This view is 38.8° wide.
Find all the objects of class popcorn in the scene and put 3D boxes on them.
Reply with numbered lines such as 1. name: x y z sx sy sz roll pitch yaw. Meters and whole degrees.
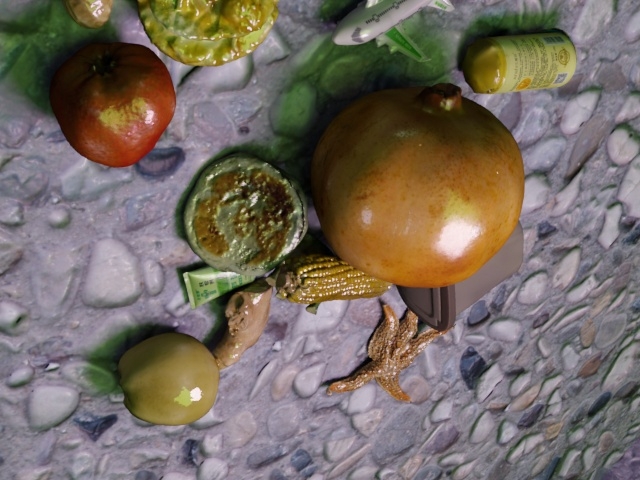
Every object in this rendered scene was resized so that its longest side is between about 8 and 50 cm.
1. popcorn: -0.175 -0.373 1.427 0.221 0.183 0.204 -20 117 -6

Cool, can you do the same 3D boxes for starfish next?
1. starfish: 0.192 0.269 2.173 0.301 0.084 0.293 18 109 -36

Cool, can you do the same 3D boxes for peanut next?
1. peanut: -0.358 -0.406 1.343 0.089 0.089 0.192 -30 132 -14

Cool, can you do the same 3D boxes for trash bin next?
1. trash bin: 0.301 0.034 2.004 0.250 0.219 0.219 -28 133 -25

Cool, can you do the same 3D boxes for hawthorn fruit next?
1. hawthorn fruit: -0.323 -0.200 1.443 0.197 0.196 0.225 -24 146 -19

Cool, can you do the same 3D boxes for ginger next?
1. ginger: -0.154 0.174 1.867 0.137 0.074 0.213 -15 131 -49

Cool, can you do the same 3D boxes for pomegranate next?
1. pomegranate: 0.181 -0.117 1.712 0.417 0.416 0.416 -18 128 -24

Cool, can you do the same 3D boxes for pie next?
1. pie: -0.141 -0.048 1.697 0.241 0.054 0.240 0 98 0

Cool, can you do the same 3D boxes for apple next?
1. apple: -0.295 0.273 1.776 0.200 0.200 0.200 -18 128 -24

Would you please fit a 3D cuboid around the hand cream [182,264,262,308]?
1. hand cream: -0.184 0.070 1.804 0.175 0.046 0.095 -24 133 -20

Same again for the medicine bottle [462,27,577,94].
1. medicine bottle: 0.403 -0.364 1.869 0.239 0.124 0.124 -11 125 -27

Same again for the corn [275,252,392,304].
1. corn: 0.034 0.075 1.777 0.320 0.097 0.097 3 118 -50

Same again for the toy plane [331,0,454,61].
1. toy plane: 0.126 -0.420 1.653 0.255 0.101 0.251 -28 132 -11

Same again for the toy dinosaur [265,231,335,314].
1. toy dinosaur: 0.000 0.000 1.876 0.301 0.087 0.447 -52 122 -37
